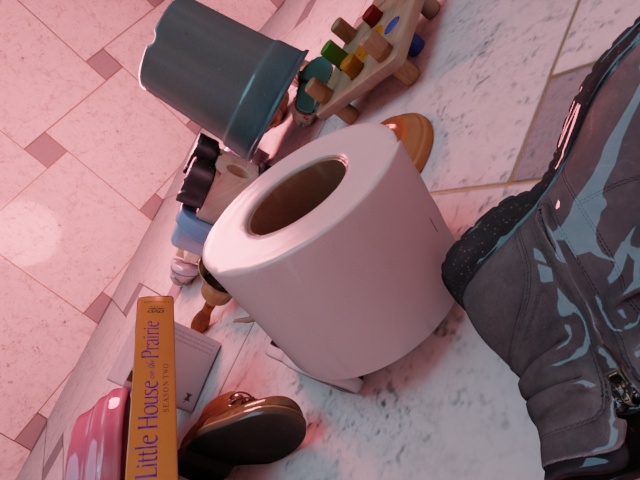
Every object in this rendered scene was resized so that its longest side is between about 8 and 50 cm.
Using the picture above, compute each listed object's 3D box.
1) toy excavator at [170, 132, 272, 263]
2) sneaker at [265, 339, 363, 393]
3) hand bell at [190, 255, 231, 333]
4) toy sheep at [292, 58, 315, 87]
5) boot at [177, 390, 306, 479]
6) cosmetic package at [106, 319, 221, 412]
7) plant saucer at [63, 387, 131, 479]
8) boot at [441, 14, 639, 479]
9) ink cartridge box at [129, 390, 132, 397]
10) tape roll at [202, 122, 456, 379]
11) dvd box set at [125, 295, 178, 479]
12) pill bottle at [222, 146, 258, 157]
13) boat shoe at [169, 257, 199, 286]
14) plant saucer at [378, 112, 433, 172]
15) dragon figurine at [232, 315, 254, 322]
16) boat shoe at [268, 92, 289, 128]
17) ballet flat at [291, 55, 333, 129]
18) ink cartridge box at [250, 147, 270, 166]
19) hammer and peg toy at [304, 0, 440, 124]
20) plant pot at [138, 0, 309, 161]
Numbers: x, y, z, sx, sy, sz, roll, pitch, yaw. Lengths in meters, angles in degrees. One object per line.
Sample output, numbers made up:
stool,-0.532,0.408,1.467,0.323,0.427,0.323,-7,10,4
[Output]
toy excavator,-0.296,-0.042,1.252,0.445,0.222,0.433,-57,22,24
sneaker,-0.001,0.119,0.639,0.217,0.079,0.121,-3,60,62
hand bell,-0.249,0.144,1.075,0.242,0.126,0.126,-55,22,36
toy sheep,-0.055,-0.496,1.430,0.091,0.091,0.132,-65,20,-12
boot,-0.119,0.255,0.683,0.305,0.112,0.115,-39,25,42
cosmetic package,-0.334,0.257,1.019,0.184,0.151,0.151,-15,48,55
plant saucer,-0.368,0.422,0.806,0.332,0.084,0.332,180,90,-72
boot,0.241,-0.006,0.318,0.338,0.118,0.222,-60,25,25
ink cartridge box,-0.518,0.526,1.161,0.330,0.071,0.324,-43,28,33
tape roll,0.015,0.008,0.546,0.246,0.169,0.246,-27,28,16
dvd box set,-0.246,0.329,0.685,0.420,0.062,0.307,-114,33,-52
pill bottle,-0.290,-0.266,1.593,0.169,0.094,0.094,-46,28,25
boat shoe,-0.410,0.103,1.442,0.226,0.083,0.075,-169,89,-70
plant saucer,0.097,-0.128,0.786,0.200,0.037,0.200,-43,29,32
dragon figurine,-0.052,0.010,0.747,0.144,0.085,0.289,-8,52,60
boat shoe,-0.196,-0.428,1.604,0.307,0.111,0.104,6,63,53
ballet flat,-0.029,-0.390,1.270,0.077,0.091,0.241,112,178,-58
ink cartridge box,-0.211,-0.191,1.448,0.145,0.045,0.179,-62,8,-6
hammer and peg toy,0.120,-0.434,0.977,0.266,0.127,0.361,-18,47,55
plant pot,-0.255,-0.424,1.243,0.341,0.334,0.341,-57,14,22
